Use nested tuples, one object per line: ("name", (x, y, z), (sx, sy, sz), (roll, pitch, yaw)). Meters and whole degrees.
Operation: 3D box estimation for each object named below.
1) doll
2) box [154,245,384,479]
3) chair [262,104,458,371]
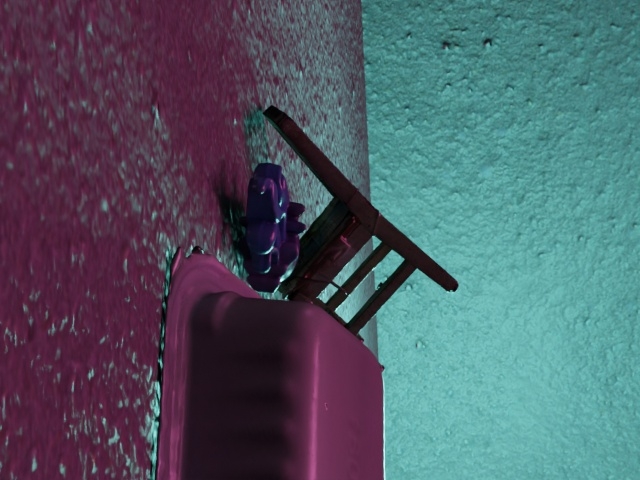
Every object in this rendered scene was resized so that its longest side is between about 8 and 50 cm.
("doll", (-0.048, -0.015, 1.106), (0.206, 0.067, 0.110), (85, 16, -65))
("box", (-0.020, 0.186, 0.885), (0.264, 0.106, 0.337), (44, 42, -58))
("chair", (0.000, 0.000, 1.264), (0.270, 0.147, 0.136), (42, 1, -15))
